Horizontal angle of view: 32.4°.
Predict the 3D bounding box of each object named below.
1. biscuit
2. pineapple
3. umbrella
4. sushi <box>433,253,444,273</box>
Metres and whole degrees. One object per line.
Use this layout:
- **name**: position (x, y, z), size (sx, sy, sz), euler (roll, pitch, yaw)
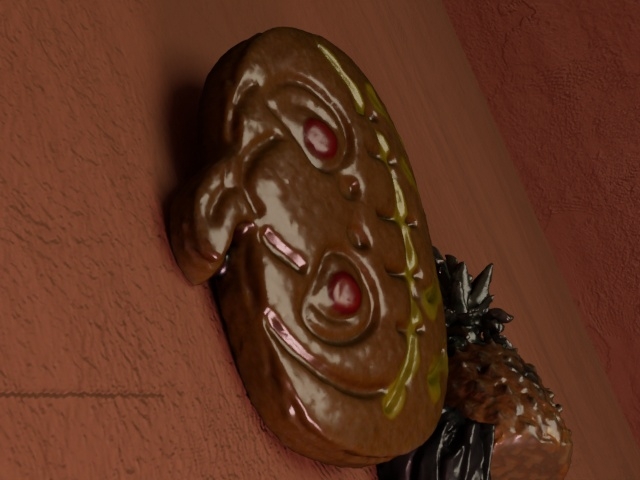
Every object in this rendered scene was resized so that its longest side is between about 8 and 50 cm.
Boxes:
- **biscuit**: position (0.007, -0.003, 0.954), size (0.350, 0.070, 0.394), euler (3, 71, -57)
- **pineapple**: position (0.169, 0.145, 1.254), size (0.169, 0.169, 0.340), euler (51, 16, -39)
- **umbrella**: position (0.128, 0.314, 1.005), size (0.118, 0.118, 0.340), euler (34, 43, -59)
- **sushi**: position (0.067, 0.028, 1.160), size (0.098, 0.094, 0.084), euler (-3, 69, -53)
